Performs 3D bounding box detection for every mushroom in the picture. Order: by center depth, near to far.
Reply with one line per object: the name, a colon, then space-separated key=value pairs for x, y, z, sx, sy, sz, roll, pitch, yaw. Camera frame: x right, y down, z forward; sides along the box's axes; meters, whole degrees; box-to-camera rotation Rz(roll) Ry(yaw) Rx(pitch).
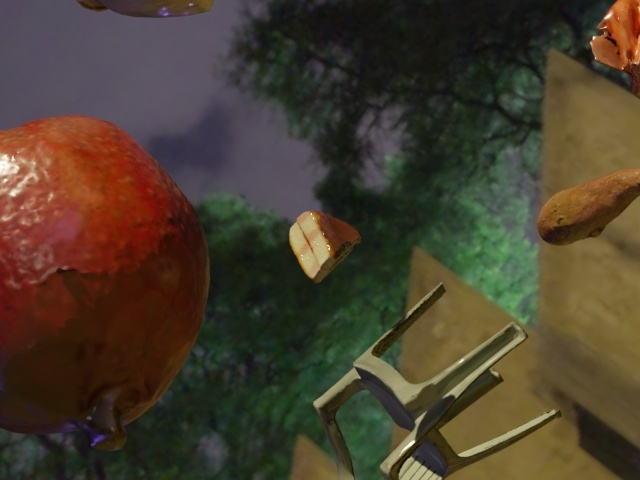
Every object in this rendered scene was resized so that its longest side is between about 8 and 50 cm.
mushroom: x=-0.204 y=-0.298 z=1.266 sx=0.097 sy=0.212 sz=0.088 roll=-4 pitch=-82 yaw=-51

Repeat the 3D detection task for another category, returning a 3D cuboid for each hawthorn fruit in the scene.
hawthorn fruit: x=-0.139 y=0.030 z=0.589 sx=0.169 sy=0.188 sz=0.169 roll=-19 pitch=-23 yaw=-8

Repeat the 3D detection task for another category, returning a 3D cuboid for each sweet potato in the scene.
sweet potato: x=0.314 y=-0.040 z=1.274 sx=0.068 sy=0.068 sz=0.226 roll=-28 pitch=-3 yaw=-39

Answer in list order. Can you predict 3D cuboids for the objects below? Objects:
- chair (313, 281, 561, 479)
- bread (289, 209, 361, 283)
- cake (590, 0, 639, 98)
chair: x=0.114 y=0.218 z=1.257 sx=0.275 sy=0.203 sz=0.190 roll=-36 pitch=-66 yaw=-9
bread: x=0.000 y=0.000 z=1.079 sx=0.043 sy=0.062 sz=0.109 roll=-49 pitch=-7 yaw=19
cake: x=0.410 y=-0.173 z=1.145 sx=0.098 sy=0.287 sz=0.135 roll=-48 pitch=23 yaw=39
